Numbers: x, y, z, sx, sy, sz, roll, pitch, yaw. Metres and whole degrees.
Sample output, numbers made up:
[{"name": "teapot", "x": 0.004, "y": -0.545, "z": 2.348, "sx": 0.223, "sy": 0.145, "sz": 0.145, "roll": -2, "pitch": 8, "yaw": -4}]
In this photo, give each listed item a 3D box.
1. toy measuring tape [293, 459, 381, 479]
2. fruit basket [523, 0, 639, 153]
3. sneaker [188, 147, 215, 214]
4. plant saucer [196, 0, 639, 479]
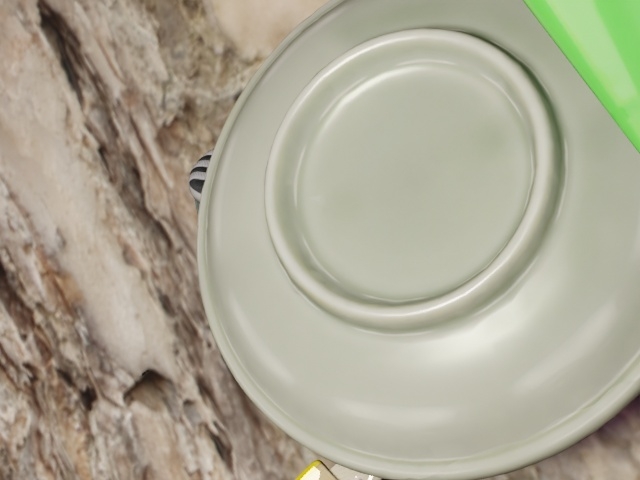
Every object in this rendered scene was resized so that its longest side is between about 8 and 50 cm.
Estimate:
[{"name": "toy measuring tape", "x": 0.020, "y": 0.211, "z": 1.315, "sx": 0.330, "sy": 0.121, "sz": 0.121, "roll": -45, "pitch": 69, "yaw": 1}, {"name": "fruit basket", "x": 0.252, "y": -0.268, "z": 0.975, "sx": 0.283, "sy": 0.392, "sz": 0.392, "roll": -22, "pitch": 81, "yaw": 30}, {"name": "sneaker", "x": 0.000, "y": 0.000, "z": 1.328, "sx": 0.223, "sy": 0.083, "sz": 0.098, "roll": 24, "pitch": 142, "yaw": 17}, {"name": "plant saucer", "x": 0.075, "y": -0.034, "z": 1.165, "sx": 0.400, "sy": 0.100, "sz": 0.400, "roll": -7, "pitch": 72, "yaw": 22}]
